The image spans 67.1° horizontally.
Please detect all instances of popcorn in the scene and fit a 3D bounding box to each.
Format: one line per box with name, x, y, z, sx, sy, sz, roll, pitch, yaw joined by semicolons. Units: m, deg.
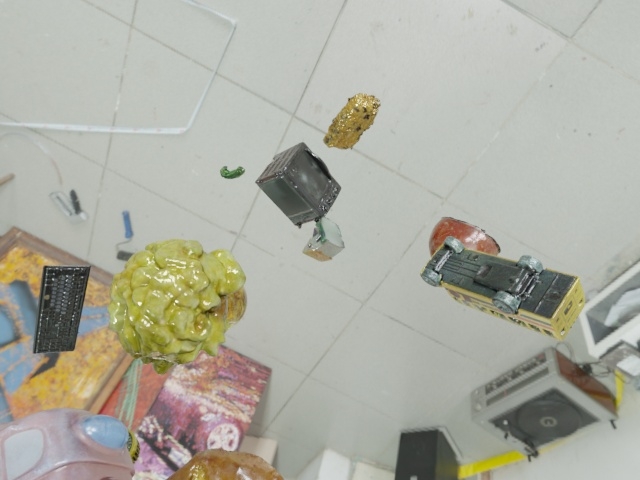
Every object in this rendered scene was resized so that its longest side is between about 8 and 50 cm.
popcorn;-0.244;0.112;0.837;0.180;0.216;0.235;10;108;47

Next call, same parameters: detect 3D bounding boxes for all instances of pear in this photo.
pear;-0.409;0.216;1.797;0.280;0.281;0.281;8;127;10

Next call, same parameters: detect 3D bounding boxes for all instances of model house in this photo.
model house;0.000;0.000;1.388;0.087;0.101;0.100;25;129;-39

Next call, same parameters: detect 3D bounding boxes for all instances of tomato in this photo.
tomato;0.434;0.037;1.531;0.181;0.155;0.214;49;166;-30

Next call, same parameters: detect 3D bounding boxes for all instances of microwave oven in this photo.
microwave oven;-0.073;-0.196;1.727;0.188;0.178;0.247;-10;130;48

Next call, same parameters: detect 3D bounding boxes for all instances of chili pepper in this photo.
chili pepper;-0.294;-0.219;1.581;0.117;0.055;0.035;12;142;48

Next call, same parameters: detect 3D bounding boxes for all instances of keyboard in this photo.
keyboard;-0.397;0.109;0.738;0.063;0.010;0.198;1;131;-35

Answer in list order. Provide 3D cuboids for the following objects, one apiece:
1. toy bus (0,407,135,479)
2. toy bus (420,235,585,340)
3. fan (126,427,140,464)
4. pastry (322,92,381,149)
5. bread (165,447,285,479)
toy bus;-0.343;0.348;0.619;0.231;0.294;0.197;-34;143;-1
toy bus;0.376;0.096;1.039;0.123;0.121;0.335;48;163;-32
fan;-0.395;0.384;0.848;0.154;0.082;0.039;-14;127;-4
pastry;0.067;-0.256;1.049;0.079;0.056;0.140;11;126;-31
bread;-0.187;0.563;0.950;0.311;0.313;0.172;9;165;10
